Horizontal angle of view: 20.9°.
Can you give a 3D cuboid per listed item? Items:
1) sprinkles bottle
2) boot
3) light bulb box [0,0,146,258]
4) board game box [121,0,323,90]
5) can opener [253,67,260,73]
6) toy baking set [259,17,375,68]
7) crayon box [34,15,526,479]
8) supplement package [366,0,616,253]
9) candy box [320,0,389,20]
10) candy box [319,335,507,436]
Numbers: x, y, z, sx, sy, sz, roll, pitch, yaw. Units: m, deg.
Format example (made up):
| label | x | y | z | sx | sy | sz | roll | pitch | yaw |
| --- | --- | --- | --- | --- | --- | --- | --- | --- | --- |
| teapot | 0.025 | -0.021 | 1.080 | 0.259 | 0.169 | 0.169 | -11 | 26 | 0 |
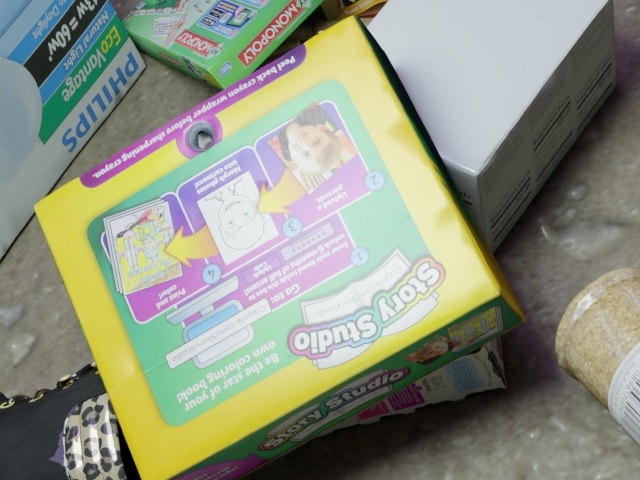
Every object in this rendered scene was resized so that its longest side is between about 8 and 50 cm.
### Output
| label | x | y | z | sx | sy | sz | roll | pitch | yaw |
| --- | --- | --- | --- | --- | --- | --- | --- | --- | --- |
| sprinkles bottle | 0.333 | 0.159 | 1.414 | 0.121 | 0.121 | 0.355 | -35 | 42 | -6 |
| boot | -0.306 | 0.175 | 1.735 | 0.284 | 0.138 | 0.377 | -19 | 47 | 13 |
| light bulb box | -0.443 | -0.220 | 2.026 | 0.225 | 0.361 | 0.358 | 11 | 56 | 34 |
| board game box | -0.107 | -0.291 | 2.067 | 0.213 | 0.046 | 0.317 | -47 | 29 | -6 |
| can opener | -0.050 | -0.157 | 1.977 | 0.073 | 0.059 | 0.186 | -14 | 38 | -35 |
| toy baking set | 0.051 | -0.190 | 1.953 | 0.256 | 0.030 | 0.197 | -5 | 42 | 2 |
| crayon box | -0.045 | 0.019 | 1.602 | 0.363 | 0.106 | 0.313 | -30 | 67 | 9 |
| supplement package | 0.148 | -0.151 | 1.763 | 0.204 | 0.145 | 0.262 | 25 | 62 | 26 |
| candy box | 0.114 | -0.394 | 2.093 | 0.183 | 0.087 | 0.316 | -7 | 47 | 24 |
| candy box | 0.054 | 0.092 | 1.669 | 0.233 | 0.071 | 0.159 | -16 | 44 | 16 |
